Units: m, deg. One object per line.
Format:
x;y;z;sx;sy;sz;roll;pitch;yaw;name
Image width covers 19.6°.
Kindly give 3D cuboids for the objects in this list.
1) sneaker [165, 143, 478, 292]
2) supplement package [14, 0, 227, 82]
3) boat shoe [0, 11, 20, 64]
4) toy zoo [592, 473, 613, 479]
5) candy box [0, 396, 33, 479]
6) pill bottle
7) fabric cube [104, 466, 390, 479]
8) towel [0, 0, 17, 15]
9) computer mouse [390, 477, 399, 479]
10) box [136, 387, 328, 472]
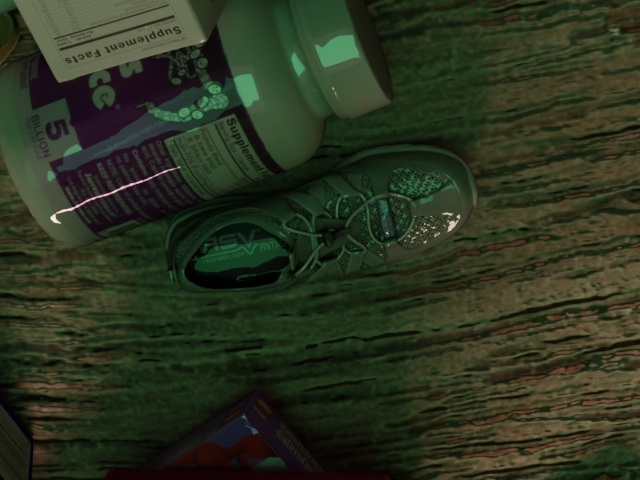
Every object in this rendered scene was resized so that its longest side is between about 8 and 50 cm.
0.000;0.000;1.579;0.281;0.115;0.105;-17;108;10;sneaker
-0.175;-0.265;1.386;0.139;0.134;0.244;-12;121;22;supplement package
-0.316;-0.153;1.549;0.153;0.048;0.056;-29;90;-23;boat shoe
0.265;0.346;1.728;0.192;0.030;0.293;-42;102;17;toy zoo
-0.458;0.187;1.644;0.317;0.122;0.268;-22;126;14;candy box
-0.101;-0.118;1.517;0.301;0.169;0.169;-21;107;11;pill bottle
-0.078;0.356;1.551;0.258;0.254;0.259;0;113;14;fabric cube
-0.381;-0.291;1.436;0.374;0.090;0.321;-24;114;-14;towel
-0.002;0.295;1.733;0.242;0.041;0.071;-36;99;22;computer mouse
-0.108;0.292;1.702;0.293;0.057;0.201;-35;101;23;box
